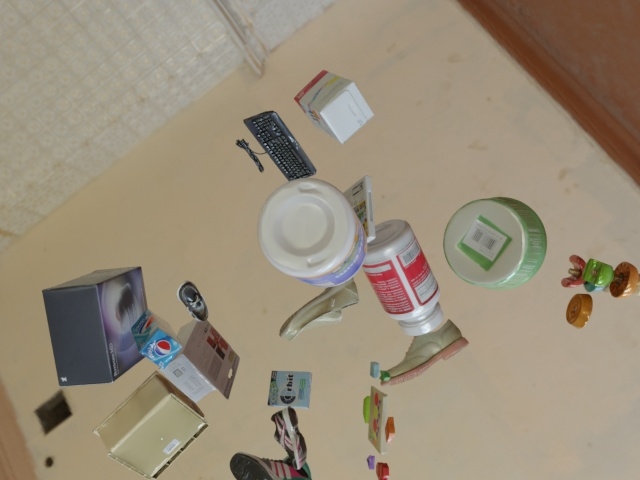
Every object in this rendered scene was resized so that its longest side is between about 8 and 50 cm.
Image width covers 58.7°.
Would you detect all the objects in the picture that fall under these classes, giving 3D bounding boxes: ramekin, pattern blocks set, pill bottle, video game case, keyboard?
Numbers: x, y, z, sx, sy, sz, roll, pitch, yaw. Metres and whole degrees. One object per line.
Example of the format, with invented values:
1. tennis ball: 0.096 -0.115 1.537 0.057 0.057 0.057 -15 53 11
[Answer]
1. ramekin: 0.535 0.008 1.782 0.148 0.303 0.303 3 -135 -54
2. pattern blocks set: 0.175 0.539 1.704 0.285 0.026 0.325 -143 57 -77
3. pill bottle: 0.304 0.145 2.119 0.408 0.229 0.229 62 180 -21
4. pill bottle: 0.000 0.000 0.963 0.152 0.152 0.272 54 -177 14
5. video game case: 0.094 -0.064 1.776 0.026 0.227 0.206 11 -116 -28
6. keyboard: -0.166 -0.302 1.948 0.317 0.201 0.033 51 -147 -43

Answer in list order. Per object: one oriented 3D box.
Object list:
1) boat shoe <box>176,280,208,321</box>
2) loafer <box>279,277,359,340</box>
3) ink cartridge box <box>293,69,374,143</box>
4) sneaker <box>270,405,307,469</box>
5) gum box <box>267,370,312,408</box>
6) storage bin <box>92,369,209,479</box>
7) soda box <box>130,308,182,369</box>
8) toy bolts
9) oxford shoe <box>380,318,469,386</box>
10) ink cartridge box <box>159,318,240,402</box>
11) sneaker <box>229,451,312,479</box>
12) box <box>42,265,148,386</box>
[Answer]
1. boat shoe: -0.266 0.130 1.196 0.038 0.046 0.125 35 151 27
2. loafer: 0.008 0.191 1.522 0.092 0.268 0.102 53 154 4
3. ink cartridge box: 0.037 -0.379 1.606 0.128 0.127 0.176 48 176 -37
4. sneaker: -0.096 0.585 1.680 0.072 0.077 0.178 23 -131 -67
5. gum box: -0.136 0.665 2.542 0.041 0.184 0.157 58 -146 -60
6. storage bin: -0.539 0.612 1.857 0.123 0.262 0.260 33 161 44
7. soda box: -0.387 0.226 1.333 0.071 0.067 0.210 43 168 -22
8. toy bolts: 0.798 0.148 1.612 0.158 0.218 0.228 17 -168 0
9. oxford shoe: 0.400 0.463 2.321 0.146 0.397 0.140 60 171 20
10. ink cartridge box: -0.478 0.498 2.312 0.272 0.130 0.309 51 -165 -15
11. sneaker: -0.144 0.748 1.853 0.295 0.124 0.178 32 -167 1
12. box: -0.668 0.255 1.748 0.294 0.182 0.296 -45 -52 -78
